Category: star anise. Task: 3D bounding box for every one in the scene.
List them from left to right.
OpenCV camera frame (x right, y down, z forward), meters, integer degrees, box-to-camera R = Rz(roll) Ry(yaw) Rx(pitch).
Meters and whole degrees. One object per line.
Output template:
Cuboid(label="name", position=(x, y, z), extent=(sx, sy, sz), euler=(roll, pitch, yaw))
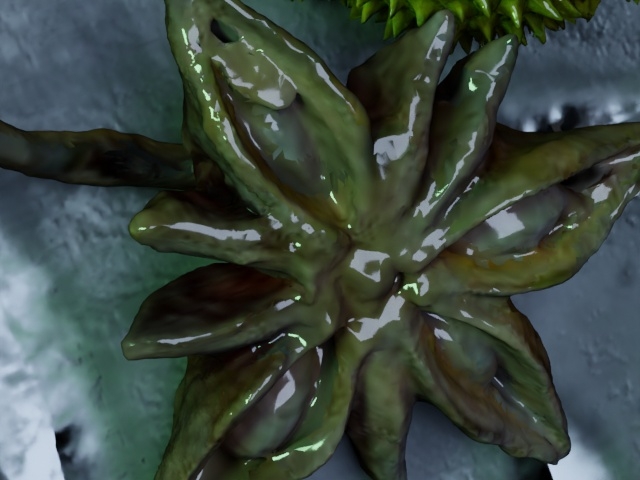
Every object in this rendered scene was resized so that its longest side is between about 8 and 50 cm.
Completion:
Cuboid(label="star anise", position=(0.001, 0.002, 0.869), extent=(0.349, 0.109, 0.292), euler=(-13, 106, -18))

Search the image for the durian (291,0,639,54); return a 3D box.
Cuboid(label="durian", position=(0.070, -0.188, 0.886), extent=(0.237, 0.176, 0.200), euler=(-2, 108, -32))
